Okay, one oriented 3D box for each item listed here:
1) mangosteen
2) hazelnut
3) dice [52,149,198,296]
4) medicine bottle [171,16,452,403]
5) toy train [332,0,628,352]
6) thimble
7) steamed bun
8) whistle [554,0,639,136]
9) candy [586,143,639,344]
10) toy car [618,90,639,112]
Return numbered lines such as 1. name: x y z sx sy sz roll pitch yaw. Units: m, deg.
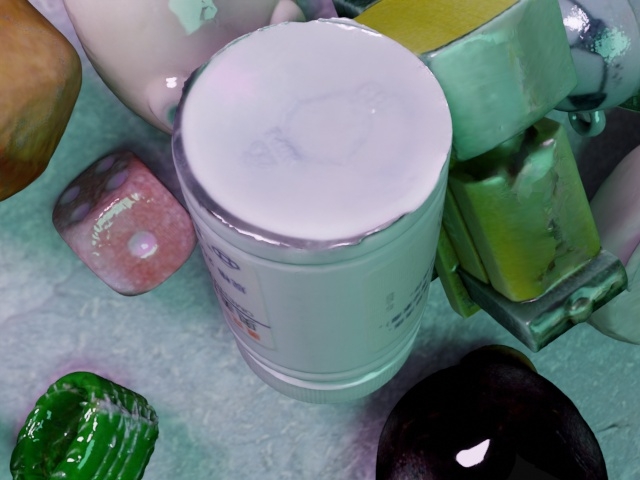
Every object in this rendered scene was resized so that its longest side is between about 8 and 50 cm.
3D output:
1. mangosteen: 0.207 0.255 1.022 0.302 0.275 0.275 -37 133 -51
2. hazelnut: -0.259 -0.108 0.631 0.182 0.182 0.182 -12 118 -24
3. dice: -0.166 -0.014 0.764 0.093 0.091 0.094 -41 127 -6
4. medicine bottle: 0.000 0.000 0.725 0.190 0.190 0.332 -30 155 -13
5. toy train: 0.131 -0.078 0.801 0.160 0.253 0.397 -33 123 -10
6. thimble: -0.216 0.188 0.818 0.130 0.118 0.090 -41 132 16
7. steamed bun: -0.098 -0.176 0.702 0.177 0.131 0.228 -33 122 -13
8. whistle: 0.250 -0.230 0.853 0.163 0.163 0.290 -24 123 -17
9. candy: 0.474 -0.043 1.033 0.427 0.186 0.386 -35 134 4
10. toy car: 0.343 -0.250 0.934 0.076 0.090 0.224 -14 118 -27
